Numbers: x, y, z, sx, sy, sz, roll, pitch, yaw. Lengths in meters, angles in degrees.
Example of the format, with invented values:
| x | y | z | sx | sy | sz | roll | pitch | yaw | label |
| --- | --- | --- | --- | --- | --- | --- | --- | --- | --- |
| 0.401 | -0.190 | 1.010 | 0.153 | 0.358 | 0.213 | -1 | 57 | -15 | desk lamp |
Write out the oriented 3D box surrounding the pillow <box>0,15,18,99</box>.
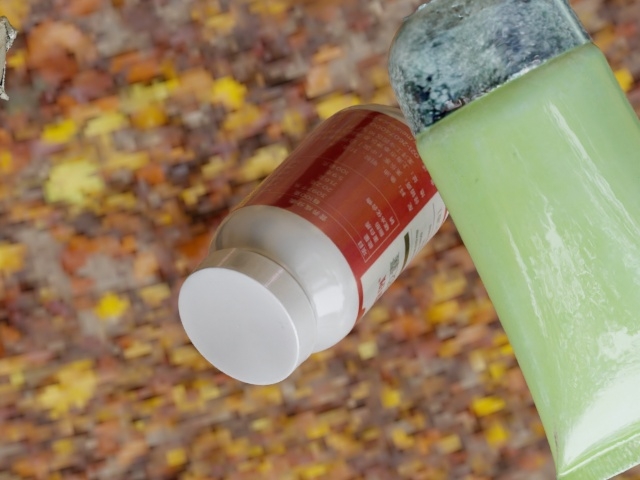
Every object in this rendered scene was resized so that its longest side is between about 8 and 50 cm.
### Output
| x | y | z | sx | sy | sz | roll | pitch | yaw | label |
| --- | --- | --- | --- | --- | --- | --- | --- | --- | --- |
| -0.332 | -0.100 | 1.724 | 0.053 | 0.208 | 0.119 | 32 | 138 | -1 | pillow |

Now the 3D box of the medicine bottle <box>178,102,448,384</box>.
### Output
| x | y | z | sx | sy | sz | roll | pitch | yaw | label |
| --- | --- | --- | --- | --- | --- | --- | --- | --- | --- |
| 0.000 | 0.000 | 1.535 | 0.250 | 0.131 | 0.131 | -47 | 174 | -45 | medicine bottle |

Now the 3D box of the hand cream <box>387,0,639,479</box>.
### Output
| x | y | z | sx | sy | sz | roll | pitch | yaw | label |
| --- | --- | --- | --- | --- | --- | --- | --- | --- | --- |
| 0.085 | -0.009 | 0.677 | 0.095 | 0.175 | 0.046 | -29 | 177 | 17 | hand cream |
